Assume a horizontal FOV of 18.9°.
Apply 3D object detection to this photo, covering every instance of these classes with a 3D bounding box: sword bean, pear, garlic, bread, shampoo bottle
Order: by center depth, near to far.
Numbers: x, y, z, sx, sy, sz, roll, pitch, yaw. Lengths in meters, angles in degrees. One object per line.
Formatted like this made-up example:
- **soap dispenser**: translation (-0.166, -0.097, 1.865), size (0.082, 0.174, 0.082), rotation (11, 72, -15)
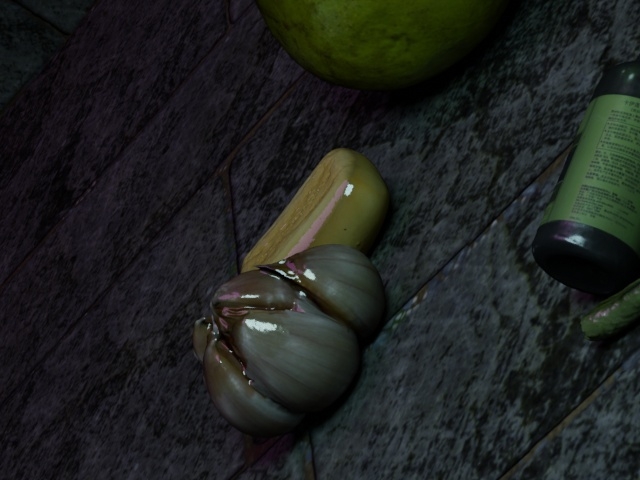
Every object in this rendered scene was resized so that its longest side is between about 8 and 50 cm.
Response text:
- **sword bean**: translation (0.329, 0.020, 1.673), size (0.269, 0.038, 0.043), rotation (-36, 7, 38)
- **shampoo bottle**: translation (0.290, -0.090, 1.798), size (0.101, 0.101, 0.283), rotation (-12, 49, 57)
- **garlic**: translation (-0.028, 0.113, 2.083), size (0.214, 0.191, 0.160), rotation (-31, 58, 24)
- **bread**: translation (0.000, 0.000, 2.224), size (0.217, 0.098, 0.147), rotation (-49, 24, 10)
- **pear**: translation (0.075, -0.353, 2.258), size (0.413, 0.352, 0.352), rotation (-36, 30, 56)
